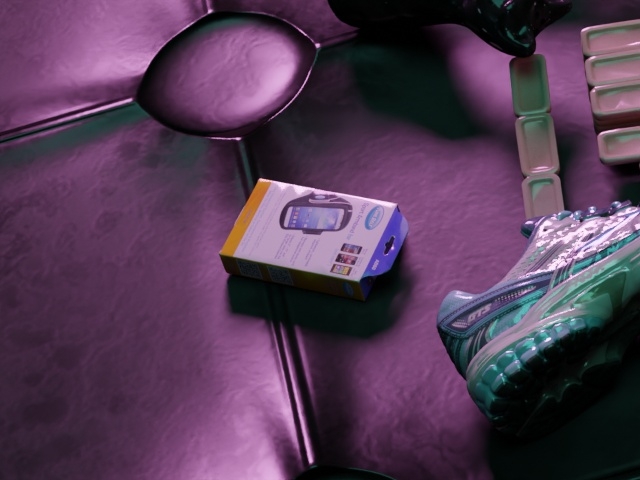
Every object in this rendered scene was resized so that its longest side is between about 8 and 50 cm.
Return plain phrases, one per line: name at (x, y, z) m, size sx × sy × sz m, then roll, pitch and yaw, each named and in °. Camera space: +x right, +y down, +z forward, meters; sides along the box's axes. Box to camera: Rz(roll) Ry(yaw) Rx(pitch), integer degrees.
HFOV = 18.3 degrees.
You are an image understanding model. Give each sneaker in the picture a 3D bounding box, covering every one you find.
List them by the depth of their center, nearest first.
sneaker at (0.204, 0.009, 1.397) m, size 0.283 × 0.110 × 0.122 m, roll -33°, pitch 51°, yaw -9°

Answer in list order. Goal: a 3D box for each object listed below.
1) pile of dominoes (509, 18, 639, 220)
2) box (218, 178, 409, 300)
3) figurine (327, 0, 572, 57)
pile of dominoes at (0.251, -0.059, 1.517) m, size 0.196 × 0.040 × 0.251 m, roll -8°, pitch 57°, yaw 8°
box at (0.000, 0.000, 1.528) m, size 0.136 × 0.028 × 0.081 m, roll 13°, pitch 55°, yaw 22°
figurine at (0.144, -0.242, 1.641) m, size 0.209 × 0.092 × 0.215 m, roll 23°, pitch 59°, yaw 36°
